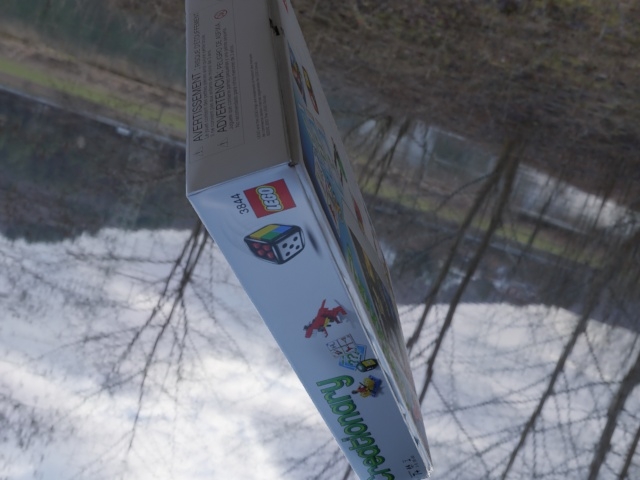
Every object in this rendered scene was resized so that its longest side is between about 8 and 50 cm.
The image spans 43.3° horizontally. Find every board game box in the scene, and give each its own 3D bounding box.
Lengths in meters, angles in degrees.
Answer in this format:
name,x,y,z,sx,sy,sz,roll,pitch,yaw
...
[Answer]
name,x,y,z,sx,sy,sz,roll,pitch,yaw
board game box,0.000,0.000,0.494,0.053,0.193,0.305,-16,137,8
